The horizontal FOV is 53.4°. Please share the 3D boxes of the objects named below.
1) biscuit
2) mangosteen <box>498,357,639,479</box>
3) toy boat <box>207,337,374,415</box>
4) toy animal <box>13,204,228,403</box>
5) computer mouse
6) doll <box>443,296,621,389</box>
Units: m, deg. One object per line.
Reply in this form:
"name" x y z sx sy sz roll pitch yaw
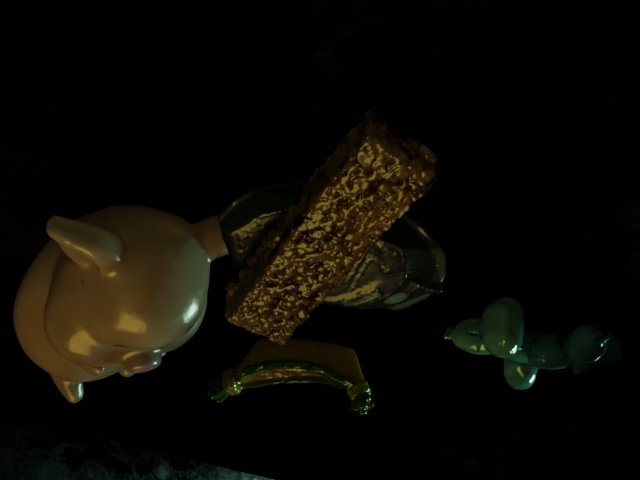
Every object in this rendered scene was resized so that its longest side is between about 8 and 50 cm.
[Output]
"biscuit" 0.000 0.000 0.447 0.064 0.034 0.199 26 124 -22
"mangosteen" 0.296 0.253 0.526 0.313 0.297 0.296 44 142 -18
"toy boat" -0.038 0.183 0.850 0.229 0.088 0.089 1 152 18
"toy animal" -0.191 0.050 0.593 0.250 0.166 0.154 -29 89 44
"computer mouse" 0.009 0.003 0.514 0.192 0.062 0.106 17 130 -18
"doll" 0.212 0.106 0.644 0.159 0.059 0.158 -4 151 29
